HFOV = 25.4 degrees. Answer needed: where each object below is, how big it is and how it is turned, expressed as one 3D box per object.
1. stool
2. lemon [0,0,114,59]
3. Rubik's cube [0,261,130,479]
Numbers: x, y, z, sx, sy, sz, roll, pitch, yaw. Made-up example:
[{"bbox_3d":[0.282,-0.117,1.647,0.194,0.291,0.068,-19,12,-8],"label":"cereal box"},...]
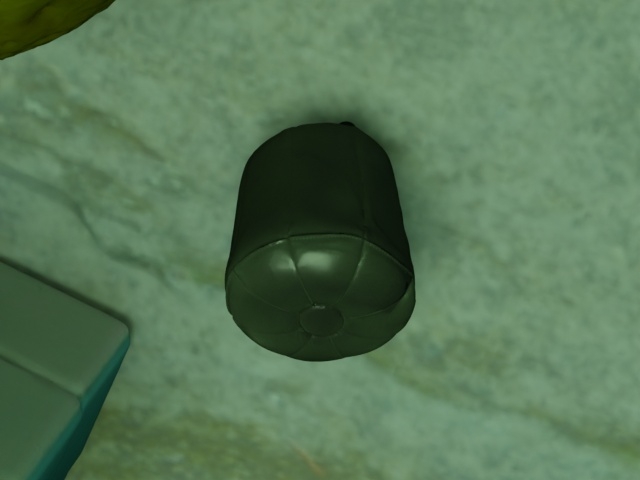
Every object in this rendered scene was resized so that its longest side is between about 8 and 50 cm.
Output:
[{"bbox_3d":[0.000,0.000,0.721,0.096,0.110,0.096,-1,139,-1],"label":"stool"},{"bbox_3d":[-0.164,-0.204,0.611,0.267,0.267,0.267,3,111,9],"label":"lemon"},{"bbox_3d":[-0.313,0.150,0.740,0.291,0.290,0.291,26,111,0],"label":"Rubik's cube"}]
